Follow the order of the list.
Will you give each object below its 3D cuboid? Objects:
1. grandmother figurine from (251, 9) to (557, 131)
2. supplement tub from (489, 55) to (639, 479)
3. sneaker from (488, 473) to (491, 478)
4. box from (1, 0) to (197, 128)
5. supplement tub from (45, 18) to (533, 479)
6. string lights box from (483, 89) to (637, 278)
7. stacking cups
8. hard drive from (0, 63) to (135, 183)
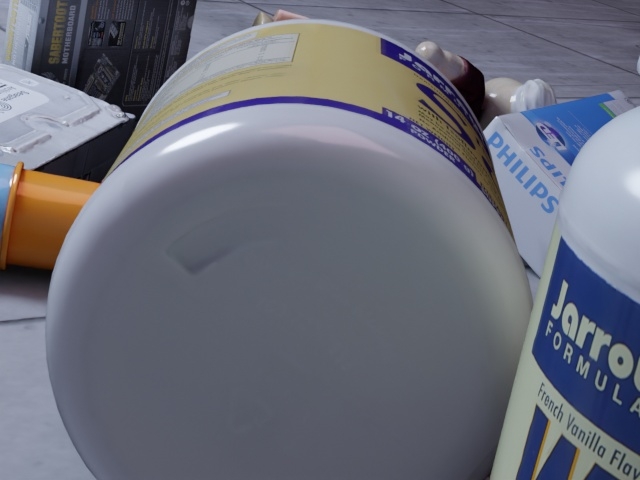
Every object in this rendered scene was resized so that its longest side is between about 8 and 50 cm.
[{"bbox_3d":[0.090,-0.155,1.417,0.342,0.104,0.208,11,-10,-16],"label":"grandmother figurine"},{"bbox_3d":[0.191,0.081,0.538,0.235,0.325,0.235,9,19,-3],"label":"supplement tub"},{"bbox_3d":[0.186,0.113,0.803,0.116,0.136,0.314,43,11,35],"label":"sneaker"},{"bbox_3d":[-0.209,-0.220,1.332,0.183,0.231,0.056,-8,30,-41],"label":"box"},{"bbox_3d":[-0.010,0.005,0.795,0.241,0.241,0.331,10,20,-2],"label":"supplement tub"},{"bbox_3d":[0.247,-0.059,1.281,0.133,0.077,0.259,51,35,17],"label":"string lights box"},{"bbox_3d":[-0.253,-0.026,0.986,0.316,0.096,0.096,9,19,-13],"label":"stacking cups"},{"bbox_3d":[-0.355,-0.115,1.168,0.339,0.064,0.237,21,22,10],"label":"hard drive"}]
